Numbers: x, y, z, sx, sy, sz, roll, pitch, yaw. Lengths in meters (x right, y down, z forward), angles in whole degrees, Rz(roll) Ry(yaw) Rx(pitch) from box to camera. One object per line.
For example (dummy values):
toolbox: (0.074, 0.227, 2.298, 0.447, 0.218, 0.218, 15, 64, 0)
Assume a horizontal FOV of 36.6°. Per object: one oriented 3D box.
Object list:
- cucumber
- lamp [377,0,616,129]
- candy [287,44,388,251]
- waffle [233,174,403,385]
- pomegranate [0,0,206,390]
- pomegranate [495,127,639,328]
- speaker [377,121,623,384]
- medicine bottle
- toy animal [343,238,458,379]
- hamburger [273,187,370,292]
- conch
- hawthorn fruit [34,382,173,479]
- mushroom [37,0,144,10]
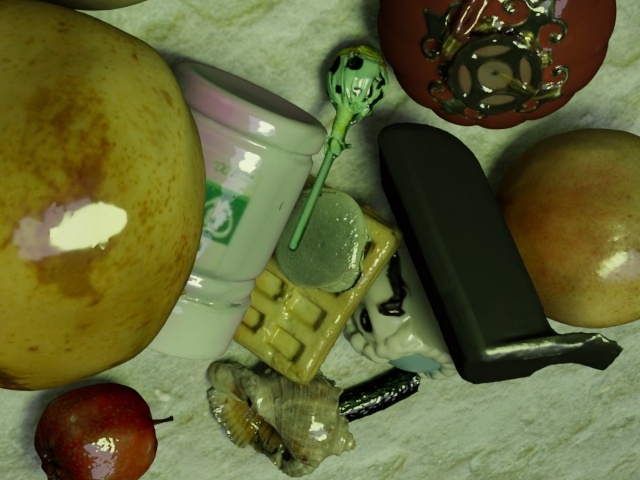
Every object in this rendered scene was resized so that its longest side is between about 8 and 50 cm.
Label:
cucumber: (0.065, 0.258, 1.563, 0.214, 0.052, 0.058, -21, 101, -14)
lamp: (0.222, -0.284, 1.239, 0.303, 0.257, 0.303, 6, 137, 5)
candy: (0.015, -0.123, 1.262, 0.083, 0.091, 0.305, 20, 69, 3)
waffle: (-0.022, 0.057, 1.360, 0.274, 0.168, 0.057, -58, 167, 10)
pomegranate: (-0.292, -0.051, 0.958, 0.416, 0.416, 0.417, -11, 118, -20)
pomegranate: (0.410, -0.012, 1.432, 0.319, 0.319, 0.319, -11, 118, -20)
speaker: (0.224, 0.018, 1.298, 0.184, 0.388, 0.180, -21, 162, -2)
medicine bottle: (-0.148, -0.039, 1.221, 0.212, 0.212, 0.325, 17, 107, -31)
toy animal: (0.125, 0.106, 1.445, 0.204, 0.208, 0.156, 20, 141, -30)
hamburger: (0.000, 0.000, 1.291, 0.133, 0.062, 0.140, 2, 91, 13)
conch: (-0.062, 0.260, 1.450, 0.245, 0.163, 0.178, 27, 104, 1)
hawthorn fruit: (-0.293, 0.271, 1.346, 0.194, 0.157, 0.157, -15, 120, -30)
mushroom: (-0.234, -0.417, 0.977, 0.362, 0.294, 0.362, 3, 106, 9)
